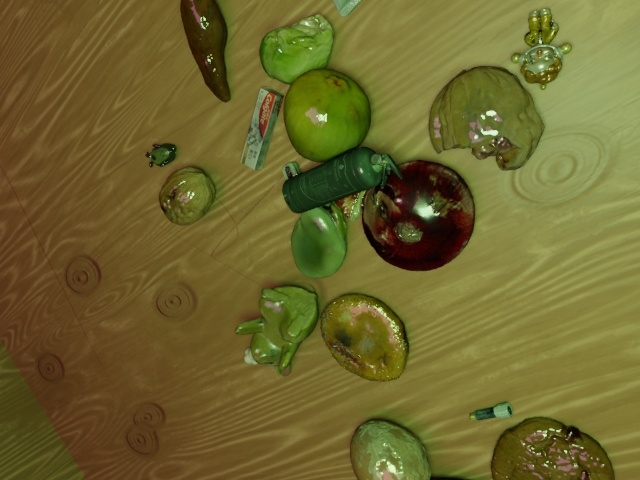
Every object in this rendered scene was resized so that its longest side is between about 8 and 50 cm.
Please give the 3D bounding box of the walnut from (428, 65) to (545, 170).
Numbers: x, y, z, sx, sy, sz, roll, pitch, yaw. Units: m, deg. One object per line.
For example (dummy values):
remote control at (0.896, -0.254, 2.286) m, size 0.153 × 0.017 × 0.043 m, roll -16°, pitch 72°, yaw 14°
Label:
walnut at (0.340, -0.258, 1.013) m, size 0.238 × 0.141 × 0.203 m, roll 19°, pitch 110°, yaw 19°

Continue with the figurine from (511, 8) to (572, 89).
figurine at (0.432, -0.378, 0.969) m, size 0.101 × 0.068 × 0.143 m, roll -29°, pitch 79°, yaw 28°

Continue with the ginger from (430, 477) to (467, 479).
ginger at (0.376, 0.721, 1.301) m, size 0.322 × 0.172 × 0.165 m, roll 11°, pitch 71°, yaw 28°

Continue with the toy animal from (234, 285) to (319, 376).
toy animal at (-0.136, 0.294, 1.417) m, size 0.181 × 0.180 × 0.362 m, roll 40°, pitch 119°, yaw 19°

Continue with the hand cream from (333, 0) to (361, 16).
hand cream at (-0.004, -0.686, 1.106) m, size 0.124 × 0.078 × 0.340 m, roll -35°, pitch 96°, yaw 31°

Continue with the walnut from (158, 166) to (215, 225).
walnut at (-0.388, -0.134, 1.436) m, size 0.155 × 0.155 × 0.184 m, roll 49°, pitch 127°, yaw 6°

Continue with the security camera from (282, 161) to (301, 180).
security camera at (-0.073, -0.164, 1.316) m, size 0.058 × 0.058 × 0.092 m, roll -31°, pitch 82°, yaw 32°

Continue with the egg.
egg at (0.183, 0.604, 1.340) m, size 0.245 × 0.204 × 0.203 m, roll 38°, pitch 123°, yaw 38°

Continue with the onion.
onion at (0.206, -0.048, 1.116) m, size 0.272 × 0.195 × 0.271 m, roll 8°, pitch 107°, yaw 25°

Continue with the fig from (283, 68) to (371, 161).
fig at (0.017, -0.281, 1.147) m, size 0.207 × 0.207 × 0.230 m, roll 22°, pitch 154°, yaw 20°

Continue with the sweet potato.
sweet potato at (-0.298, -0.546, 1.273) m, size 0.112 × 0.112 × 0.358 m, roll 11°, pitch 129°, yaw 25°

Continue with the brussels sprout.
brussels sprout at (-0.055, -0.447, 1.159) m, size 0.145 × 0.183 × 0.131 m, roll 89°, pitch 156°, yaw -56°

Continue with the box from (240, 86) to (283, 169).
box at (-0.159, -0.299, 1.319) m, size 0.055 × 0.040 × 0.217 m, roll 31°, pitch 118°, yaw 17°

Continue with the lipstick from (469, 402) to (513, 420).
lipstick at (0.431, 0.443, 1.254) m, size 0.116 × 0.037 × 0.037 m, roll -27°, pitch 93°, yaw 36°

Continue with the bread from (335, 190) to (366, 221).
bread at (0.055, -0.135, 1.241) m, size 0.136 × 0.054 × 0.154 m, roll 17°, pitch 88°, yaw 26°

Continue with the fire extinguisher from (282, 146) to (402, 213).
fire extinguisher at (0.049, -0.139, 1.131) m, size 0.312 × 0.096 × 0.114 m, roll -19°, pitch 66°, yaw 39°

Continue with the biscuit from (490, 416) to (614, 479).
biscuit at (0.564, 0.579, 1.203) m, size 0.296 × 0.075 × 0.295 m, roll 9°, pitch 110°, yaw 25°

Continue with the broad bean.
broad bean at (0.000, 0.000, 1.307) m, size 0.169 × 0.100 × 0.227 m, roll 42°, pitch 130°, yaw 15°

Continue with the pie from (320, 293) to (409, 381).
pie at (0.119, 0.270, 1.341) m, size 0.274 × 0.069 × 0.273 m, roll 9°, pitch 109°, yaw 27°

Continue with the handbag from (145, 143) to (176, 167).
handbag at (-0.481, -0.265, 1.497) m, size 0.111 × 0.047 × 0.072 m, roll -14°, pitch 100°, yaw 33°
